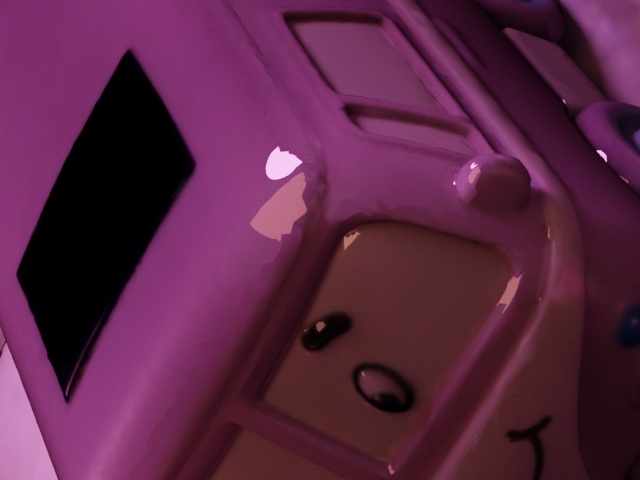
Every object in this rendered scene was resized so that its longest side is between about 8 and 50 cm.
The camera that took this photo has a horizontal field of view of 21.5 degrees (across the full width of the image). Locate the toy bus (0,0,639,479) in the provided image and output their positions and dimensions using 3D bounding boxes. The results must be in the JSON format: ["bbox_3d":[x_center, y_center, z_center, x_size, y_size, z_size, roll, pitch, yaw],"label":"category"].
[{"bbox_3d":[0.000,0.000,0.422,0.142,0.142,0.202,-58,41,24],"label":"toy bus"}]
